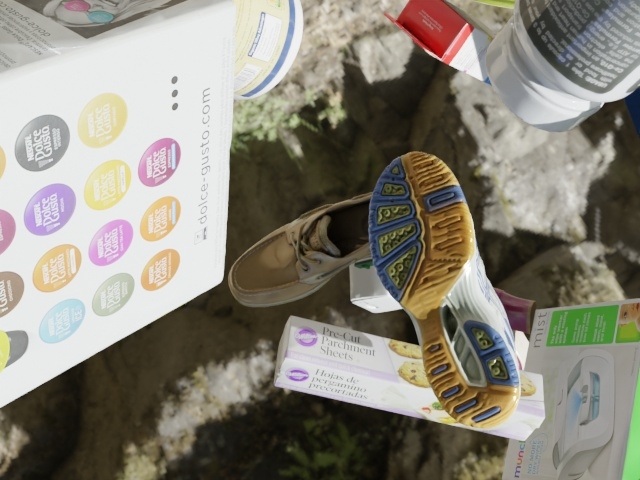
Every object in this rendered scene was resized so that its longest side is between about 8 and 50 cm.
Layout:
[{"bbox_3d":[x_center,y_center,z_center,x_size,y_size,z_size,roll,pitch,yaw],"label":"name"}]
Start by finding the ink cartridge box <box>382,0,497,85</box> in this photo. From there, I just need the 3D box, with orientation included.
[{"bbox_3d":[0.228,-0.357,1.595,0.231,0.134,0.078,11,122,-50],"label":"ink cartridge box"}]

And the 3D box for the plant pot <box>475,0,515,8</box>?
[{"bbox_3d":[0.385,-0.709,1.875,0.366,0.366,0.353,-12,130,-30],"label":"plant pot"}]

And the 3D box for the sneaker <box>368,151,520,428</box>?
[{"bbox_3d":[0.133,0.054,0.989,0.111,0.297,0.131,-17,170,15],"label":"sneaker"}]

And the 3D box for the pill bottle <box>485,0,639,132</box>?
[{"bbox_3d":[0.294,-0.241,0.912,0.161,0.161,0.283,-11,159,-32],"label":"pill bottle"}]

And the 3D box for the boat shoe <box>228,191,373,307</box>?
[{"bbox_3d":[0.000,0.000,1.458,0.341,0.122,0.110,-26,163,6],"label":"boat shoe"}]

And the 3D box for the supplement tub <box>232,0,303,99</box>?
[{"bbox_3d":[-0.206,-0.357,1.429,0.228,0.228,0.316,-42,150,28],"label":"supplement tub"}]

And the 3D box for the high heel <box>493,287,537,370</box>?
[{"bbox_3d":[0.287,0.184,1.498,0.082,0.117,0.244,-51,142,-41],"label":"high heel"}]

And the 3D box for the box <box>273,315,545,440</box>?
[{"bbox_3d":[0.108,0.167,1.104,0.323,0.067,0.063,15,137,-7],"label":"box"}]

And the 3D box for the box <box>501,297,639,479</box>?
[{"bbox_3d":[0.392,0.227,1.272,0.126,0.262,0.231,22,163,-24],"label":"box"}]

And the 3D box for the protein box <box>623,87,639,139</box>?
[{"bbox_3d":[0.599,-0.267,1.465,0.201,0.136,0.200,-50,134,-9],"label":"protein box"}]

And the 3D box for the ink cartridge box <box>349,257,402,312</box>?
[{"bbox_3d":[0.130,0.036,2.021,0.092,0.220,0.160,-8,164,23],"label":"ink cartridge box"}]

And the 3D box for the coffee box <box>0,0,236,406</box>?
[{"bbox_3d":[-0.321,-0.096,0.905,0.334,0.338,0.338,-30,140,-37],"label":"coffee box"}]
